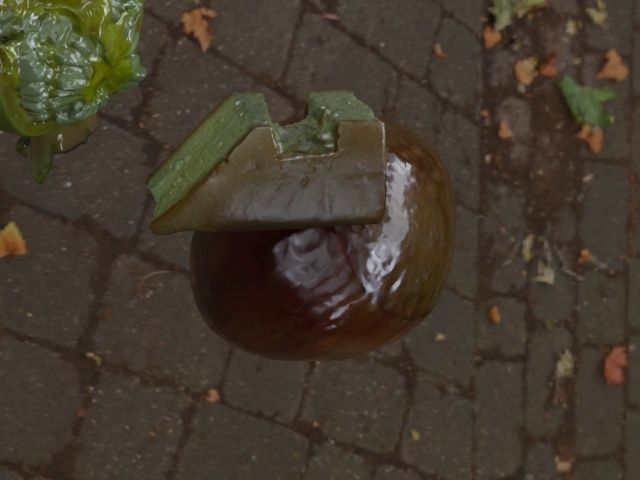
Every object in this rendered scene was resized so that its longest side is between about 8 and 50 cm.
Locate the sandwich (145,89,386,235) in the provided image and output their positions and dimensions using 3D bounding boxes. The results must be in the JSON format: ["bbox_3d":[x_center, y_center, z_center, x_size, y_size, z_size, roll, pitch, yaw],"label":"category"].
[{"bbox_3d":[-0.060,-0.079,0.964,0.235,0.122,0.128,-6,121,-11],"label":"sandwich"}]

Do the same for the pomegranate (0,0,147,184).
[{"bbox_3d":[-0.289,-0.208,0.957,0.260,0.260,0.341,-28,145,-35],"label":"pomegranate"}]

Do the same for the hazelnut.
[{"bbox_3d":[0.000,0.000,1.373,0.353,0.421,0.421,45,63,-13],"label":"hazelnut"}]
